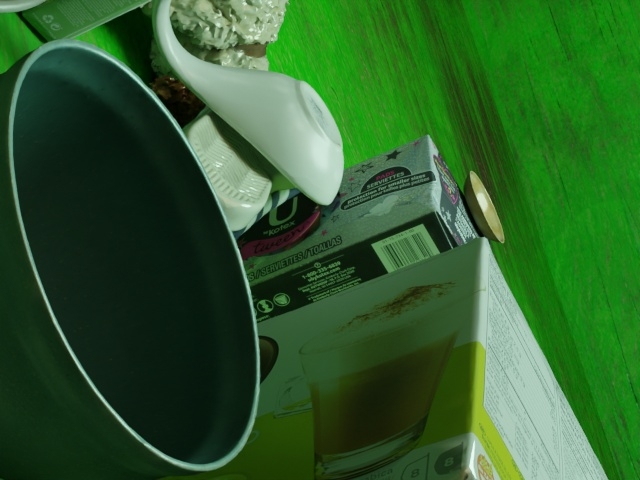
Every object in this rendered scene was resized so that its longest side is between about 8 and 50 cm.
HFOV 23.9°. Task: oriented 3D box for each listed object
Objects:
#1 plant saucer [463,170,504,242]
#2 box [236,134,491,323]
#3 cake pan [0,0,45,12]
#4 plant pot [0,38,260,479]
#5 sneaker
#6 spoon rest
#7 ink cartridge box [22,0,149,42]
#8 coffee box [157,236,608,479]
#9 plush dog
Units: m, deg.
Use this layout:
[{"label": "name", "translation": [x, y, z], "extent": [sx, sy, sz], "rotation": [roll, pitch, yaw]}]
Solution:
[{"label": "plant saucer", "translation": [0.170, -0.033, 1.595], "extent": [0.083, 0.015, 0.083], "rotation": [57, 17, -28]}, {"label": "box", "translation": [0.038, 0.025, 1.571], "extent": [0.163, 0.247, 0.142], "rotation": [57, 19, -33]}, {"label": "cake pan", "translation": [-0.291, -0.327, 1.214], "extent": [0.293, 0.054, 0.293], "rotation": [9, 80, -59]}, {"label": "plant pot", "translation": [-0.195, 0.040, 1.002], "extent": [0.293, 0.196, 0.293], "rotation": [54, 24, -37]}, {"label": "sneaker", "translation": [-0.105, -0.053, 1.418], "extent": [0.131, 0.148, 0.350], "rotation": [50, 20, 2]}, {"label": "spoon rest", "translation": [-0.066, -0.139, 1.350], "extent": [0.276, 0.084, 0.137], "rotation": [53, 16, -32]}, {"label": "ink cartridge box", "translation": [-0.158, -0.290, 1.381], "extent": [0.056, 0.235, 0.171], "rotation": [49, 27, -44]}, {"label": "coffee box", "translation": [0.044, 0.260, 1.209], "extent": [0.338, 0.337, 0.334], "rotation": [60, 20, -22]}, {"label": "plush dog", "translation": [-0.104, -0.216, 1.562], "extent": [0.262, 0.210, 0.225], "rotation": [-45, 144, -69]}]
